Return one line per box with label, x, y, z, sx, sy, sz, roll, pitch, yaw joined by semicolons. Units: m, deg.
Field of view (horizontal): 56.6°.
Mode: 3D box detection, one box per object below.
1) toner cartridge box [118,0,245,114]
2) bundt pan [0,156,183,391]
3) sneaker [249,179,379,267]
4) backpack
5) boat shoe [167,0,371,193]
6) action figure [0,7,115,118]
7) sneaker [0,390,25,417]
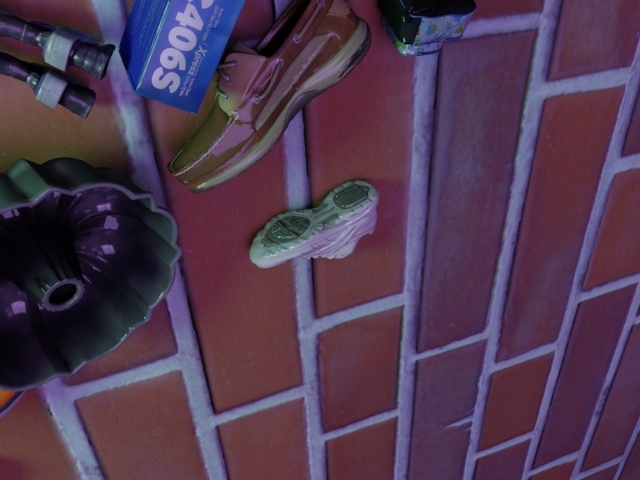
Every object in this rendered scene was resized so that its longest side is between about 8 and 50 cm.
toner cartridge box;-0.116;-0.328;0.637;0.075;0.165;0.348;15;115;-34
bundt pan;-0.351;0.032;0.753;0.331;0.124;0.331;-34;149;-24
sneaker;0.000;0.000;0.970;0.232;0.090;0.115;-25;133;-7
backpack;0.145;-0.311;0.817;0.114;0.105;0.084;-12;149;-19
boat shoe;-0.084;-0.206;0.777;0.324;0.122;0.120;-45;125;-2
action figure;-0.377;-0.225;0.631;0.285;0.099;0.185;21;118;-31
sneaker;-0.546;0.190;0.765;0.321;0.124;0.180;-17;141;-39
